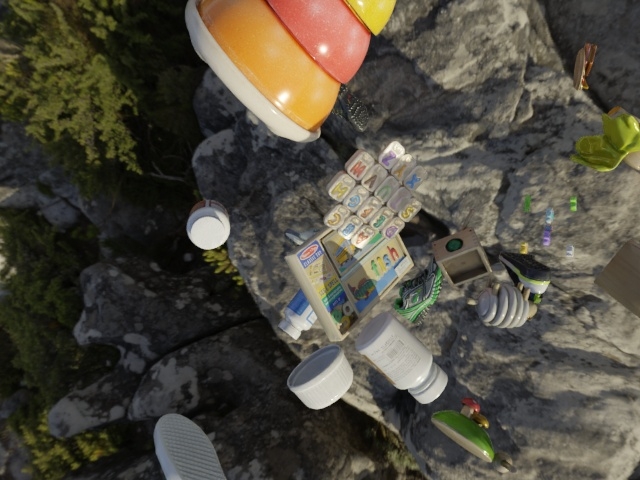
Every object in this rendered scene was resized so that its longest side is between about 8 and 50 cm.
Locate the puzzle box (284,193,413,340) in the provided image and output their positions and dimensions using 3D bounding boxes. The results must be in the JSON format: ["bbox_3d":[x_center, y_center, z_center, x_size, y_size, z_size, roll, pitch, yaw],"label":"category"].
[{"bbox_3d":[0.102,0.059,1.306,0.052,0.409,0.272,-17,106,48],"label":"puzzle box"}]

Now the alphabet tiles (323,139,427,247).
[{"bbox_3d":[0.148,-0.111,1.180,0.278,0.284,0.021,-47,39,11],"label":"alphabet tiles"}]

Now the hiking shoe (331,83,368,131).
[{"bbox_3d":[0.093,-0.506,1.707,0.086,0.114,0.227,-42,102,-20],"label":"hiking shoe"}]

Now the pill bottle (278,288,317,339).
[{"bbox_3d":[-0.064,0.267,1.745,0.124,0.124,0.222,36,77,13],"label":"pill bottle"}]

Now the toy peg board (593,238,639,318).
[{"bbox_3d":[0.750,0.087,1.023,0.079,0.161,0.161,-27,55,-21],"label":"toy peg board"}]

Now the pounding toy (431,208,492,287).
[{"bbox_3d":[0.357,0.021,1.134,0.130,0.100,0.141,-24,126,20],"label":"pounding toy"}]

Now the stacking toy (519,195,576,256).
[{"bbox_3d":[0.796,-0.049,1.575,0.166,0.052,0.221,4,88,36],"label":"stacking toy"}]

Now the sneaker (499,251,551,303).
[{"bbox_3d":[0.484,0.090,1.091,0.084,0.235,0.097,6,102,9],"label":"sneaker"}]

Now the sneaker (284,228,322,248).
[{"bbox_3d":[0.000,0.000,1.739,0.282,0.110,0.122,20,78,4],"label":"sneaker"}]

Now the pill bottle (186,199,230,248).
[{"bbox_3d":[-0.327,-0.045,1.312,0.121,0.216,0.121,-3,104,-12],"label":"pill bottle"}]

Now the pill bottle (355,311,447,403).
[{"bbox_3d":[0.212,0.306,1.164,0.229,0.131,0.131,44,97,-5],"label":"pill bottle"}]

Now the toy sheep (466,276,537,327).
[{"bbox_3d":[0.335,0.118,0.834,0.132,0.091,0.091,10,89,2],"label":"toy sheep"}]

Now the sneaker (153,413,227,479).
[{"bbox_3d":[-0.290,0.571,0.996,0.150,0.135,0.366,-49,62,15],"label":"sneaker"}]

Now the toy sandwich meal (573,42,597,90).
[{"bbox_3d":[0.506,-0.330,0.860,0.029,0.085,0.086,5,88,21],"label":"toy sandwich meal"}]

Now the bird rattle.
[{"bbox_3d":[0.670,-0.185,0.926,0.253,0.143,0.207,28,53,2],"label":"bird rattle"}]

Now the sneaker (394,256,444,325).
[{"bbox_3d":[0.389,0.196,1.778,0.146,0.134,0.344,25,128,7],"label":"sneaker"}]

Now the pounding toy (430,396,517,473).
[{"bbox_3d":[0.432,0.517,1.230,0.236,0.183,0.110,31,72,24],"label":"pounding toy"}]

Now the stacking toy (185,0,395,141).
[{"bbox_3d":[0.021,-0.455,0.840,0.479,0.350,0.351,-39,79,19],"label":"stacking toy"}]

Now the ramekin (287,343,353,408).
[{"bbox_3d":[0.007,0.438,1.436,0.207,0.207,0.109,-33,97,9],"label":"ramekin"}]
